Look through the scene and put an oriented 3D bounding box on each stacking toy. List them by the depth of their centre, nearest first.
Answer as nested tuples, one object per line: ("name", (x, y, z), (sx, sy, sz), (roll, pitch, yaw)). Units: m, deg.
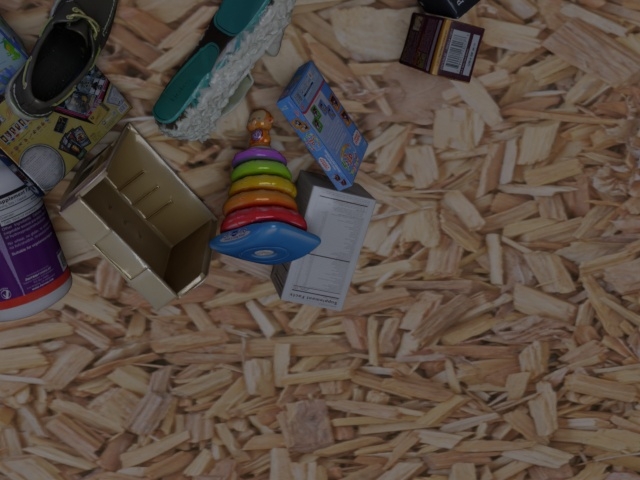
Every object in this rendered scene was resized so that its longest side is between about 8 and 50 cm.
("stacking toy", (-0.111, -0.117, 1.540), (0.166, 0.175, 0.301), (21, 61, -51))

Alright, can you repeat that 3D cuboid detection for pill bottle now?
("pill bottle", (-0.589, -0.026, 1.476), (0.182, 0.181, 0.322), (-17, 111, -7))

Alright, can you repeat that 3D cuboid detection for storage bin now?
("storage bin", (-0.327, -0.044, 1.484), (0.123, 0.260, 0.262), (-34, 113, 13))

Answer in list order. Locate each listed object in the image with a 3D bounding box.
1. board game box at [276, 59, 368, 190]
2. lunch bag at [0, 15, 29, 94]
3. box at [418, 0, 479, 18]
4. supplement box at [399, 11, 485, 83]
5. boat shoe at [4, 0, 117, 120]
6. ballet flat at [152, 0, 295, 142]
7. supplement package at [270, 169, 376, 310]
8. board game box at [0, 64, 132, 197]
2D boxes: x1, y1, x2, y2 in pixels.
("board game box", (0.009, -0.222, 1.560), (0.039, 0.160, 0.211), (-24, 116, 31))
("lunch bag", (-0.625, -0.305, 1.389), (0.219, 0.090, 0.176), (-32, 150, 1))
("box", (0.245, -0.636, 1.457), (0.312, 0.179, 0.343), (-40, 112, 4))
("supplement box", (0.227, -0.369, 1.539), (0.081, 0.188, 0.104), (10, 106, -17))
("boat shoe", (-0.427, -0.340, 1.388), (0.109, 0.091, 0.305), (38, 67, -31))
("ballet flat", (-0.157, -0.352, 1.508), (0.147, 0.147, 0.409), (36, 101, -21))
("supplement package", (0.000, 0.000, 1.645), (0.139, 0.134, 0.244), (13, 105, -17))
("board game box", (-0.471, -0.219, 1.437), (0.165, 0.042, 0.243), (51, 57, -25))
